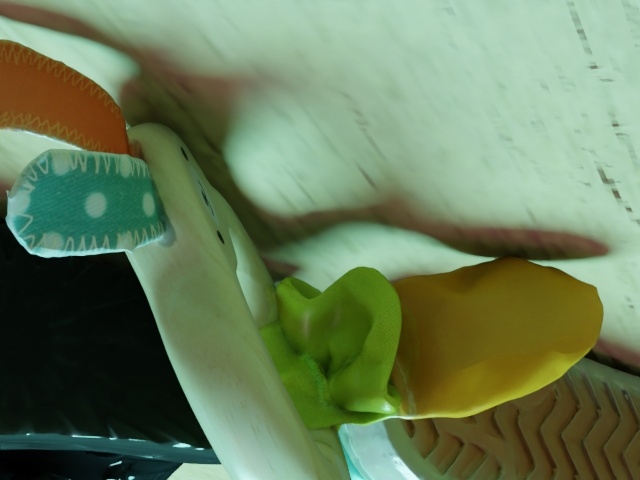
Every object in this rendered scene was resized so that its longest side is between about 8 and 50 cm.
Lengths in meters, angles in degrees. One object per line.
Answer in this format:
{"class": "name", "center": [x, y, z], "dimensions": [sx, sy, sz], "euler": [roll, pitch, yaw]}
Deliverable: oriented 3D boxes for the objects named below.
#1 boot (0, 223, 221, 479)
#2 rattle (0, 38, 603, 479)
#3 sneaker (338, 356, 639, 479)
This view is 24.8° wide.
{"class": "boot", "center": [-0.151, 0.062, 0.600], "dimensions": [0.246, 0.094, 0.207], "euler": [14, 155, -24]}
{"class": "rattle", "center": [0.000, 0.000, 0.453], "dimensions": [0.143, 0.130, 0.200], "euler": [-13, 126, 16]}
{"class": "sneaker", "center": [0.105, 0.117, 0.668], "dimensions": [0.302, 0.108, 0.121], "euler": [29, 150, -28]}
